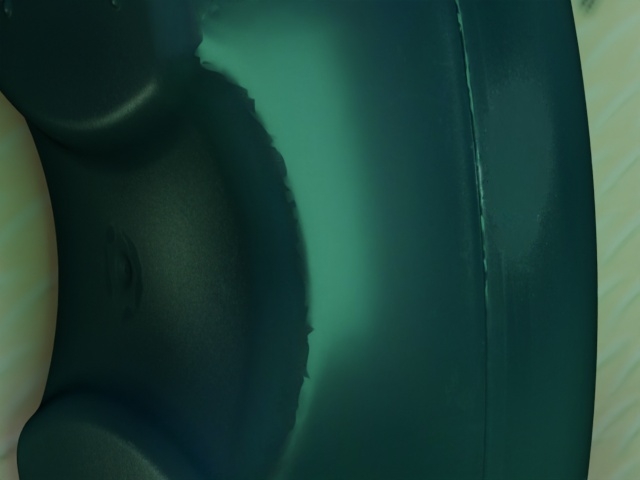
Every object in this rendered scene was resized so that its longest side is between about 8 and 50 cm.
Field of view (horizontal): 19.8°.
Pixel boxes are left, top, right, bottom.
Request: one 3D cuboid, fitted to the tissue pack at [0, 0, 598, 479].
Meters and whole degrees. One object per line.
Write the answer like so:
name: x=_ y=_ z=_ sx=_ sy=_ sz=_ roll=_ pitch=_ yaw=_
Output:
tissue pack: x=0.000 y=0.000 z=0.684 sx=0.206 sy=0.198 sz=0.287 roll=-9 pitch=97 yaw=-30
